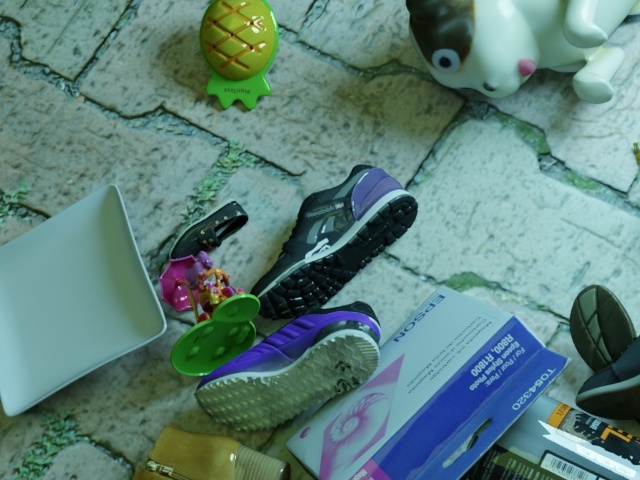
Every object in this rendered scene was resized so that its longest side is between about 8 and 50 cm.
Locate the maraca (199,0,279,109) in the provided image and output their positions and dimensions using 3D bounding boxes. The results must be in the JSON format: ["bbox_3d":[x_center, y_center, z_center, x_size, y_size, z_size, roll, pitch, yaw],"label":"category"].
[{"bbox_3d":[-0.127,-0.297,2.152,0.127,0.099,0.186,2,95,14],"label":"maraca"}]

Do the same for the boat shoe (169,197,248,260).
[{"bbox_3d":[-0.168,-0.009,2.068,0.133,0.049,0.042,-38,59,-10],"label":"boat shoe"}]

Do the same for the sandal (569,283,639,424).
[{"bbox_3d":[0.419,0.160,1.887,0.090,0.060,0.219,-41,80,23],"label":"sandal"}]

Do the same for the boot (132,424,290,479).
[{"bbox_3d":[-0.176,0.408,1.889,0.211,0.104,0.295,9,66,19],"label":"boot"}]

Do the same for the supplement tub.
[{"bbox_3d":[0.350,0.338,1.752,0.338,0.207,0.207,25,75,18],"label":"supplement tub"}]

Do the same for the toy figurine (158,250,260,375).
[{"bbox_3d":[-0.172,0.080,1.991,0.173,0.130,0.159,-56,47,34],"label":"toy figurine"}]

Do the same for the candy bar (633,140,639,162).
[{"bbox_3d":[0.532,-0.157,2.013,0.161,0.018,0.040,-24,70,1],"label":"candy bar"}]

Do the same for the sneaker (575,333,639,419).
[{"bbox_3d":[0.430,0.156,1.815,0.083,0.222,0.118,30,53,-25],"label":"sneaker"}]

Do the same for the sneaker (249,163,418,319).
[{"bbox_3d":[0.000,0.000,2.022,0.283,0.107,0.124,-37,53,-9],"label":"sneaker"}]

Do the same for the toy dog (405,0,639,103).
[{"bbox_3d":[0.315,-0.378,2.003,0.408,0.284,0.395,-38,67,-3],"label":"toy dog"}]

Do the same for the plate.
[{"bbox_3d":[-0.373,0.090,2.044,0.277,0.045,0.278,-30,60,10],"label":"plate"}]

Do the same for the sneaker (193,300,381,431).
[{"bbox_3d":[-0.038,0.167,1.956,0.293,0.102,0.146,-22,28,21],"label":"sneaker"}]

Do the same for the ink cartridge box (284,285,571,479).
[{"bbox_3d":[0.126,0.213,1.800,0.324,0.330,0.071,-44,107,-9],"label":"ink cartridge box"}]
